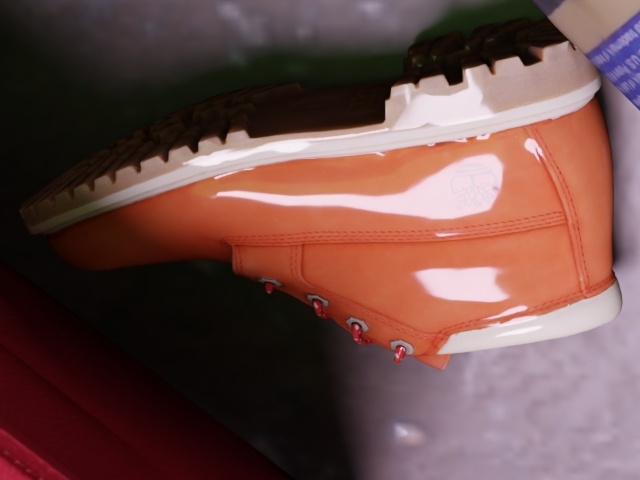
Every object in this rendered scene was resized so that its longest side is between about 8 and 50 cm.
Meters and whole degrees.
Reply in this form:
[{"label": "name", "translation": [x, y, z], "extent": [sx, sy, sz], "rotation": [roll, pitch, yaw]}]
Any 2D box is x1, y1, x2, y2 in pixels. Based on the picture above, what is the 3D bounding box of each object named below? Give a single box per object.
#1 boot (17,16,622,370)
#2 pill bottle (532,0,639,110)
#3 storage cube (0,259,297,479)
[{"label": "boot", "translation": [0.000, 0.000, 0.469], "extent": [0.158, 0.059, 0.084], "rotation": [-9, 109, 19]}, {"label": "pill bottle", "translation": [0.155, -0.025, 0.375], "extent": [0.219, 0.123, 0.123], "rotation": [44, 114, -1]}, {"label": "storage cube", "translation": [-0.121, 0.105, 0.444], "extent": [0.193, 0.183, 0.215], "rotation": [36, 92, 3]}]
